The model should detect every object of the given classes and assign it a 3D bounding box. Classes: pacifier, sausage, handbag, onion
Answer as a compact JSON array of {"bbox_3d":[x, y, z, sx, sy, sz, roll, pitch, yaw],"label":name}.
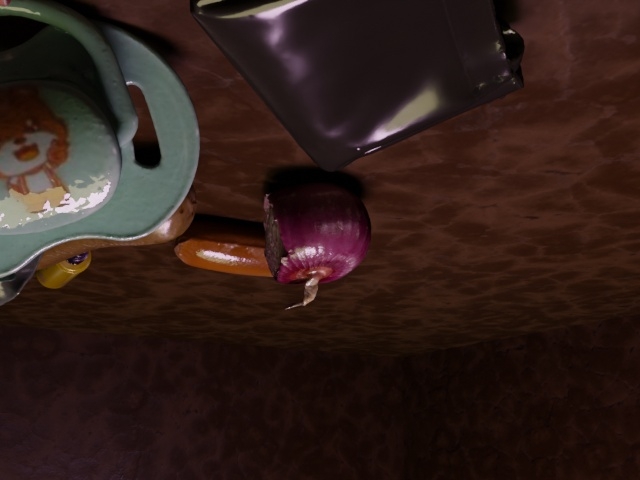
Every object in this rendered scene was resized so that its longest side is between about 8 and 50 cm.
[{"bbox_3d":[-0.318,-0.121,0.720,0.344,0.288,0.269,-15,-159,-15],"label":"pacifier"},{"bbox_3d":[-0.151,0.019,1.290,0.275,0.105,0.105,9,161,-25],"label":"sausage"},{"bbox_3d":[0.050,-0.190,0.593,0.257,0.113,0.285,-12,152,19],"label":"handbag"},{"bbox_3d":[-0.398,-0.035,1.072,0.501,0.123,0.136,-11,125,35],"label":"sausage"},{"bbox_3d":[-0.003,-0.012,1.088,0.201,0.200,0.207,-1,131,4],"label":"onion"}]

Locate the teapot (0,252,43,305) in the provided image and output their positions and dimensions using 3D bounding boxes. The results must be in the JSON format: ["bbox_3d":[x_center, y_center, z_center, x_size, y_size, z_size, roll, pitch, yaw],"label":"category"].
[{"bbox_3d":[-0.575,-0.050,0.855,0.300,0.253,0.344,43,-176,31],"label":"teapot"}]

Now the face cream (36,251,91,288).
[{"bbox_3d":[-0.548,0.043,1.409,0.078,0.078,0.273,12,160,-32],"label":"face cream"}]

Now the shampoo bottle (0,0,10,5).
[{"bbox_3d":[-0.379,-0.239,0.542,0.221,0.051,0.108,6,161,-17],"label":"shampoo bottle"}]
